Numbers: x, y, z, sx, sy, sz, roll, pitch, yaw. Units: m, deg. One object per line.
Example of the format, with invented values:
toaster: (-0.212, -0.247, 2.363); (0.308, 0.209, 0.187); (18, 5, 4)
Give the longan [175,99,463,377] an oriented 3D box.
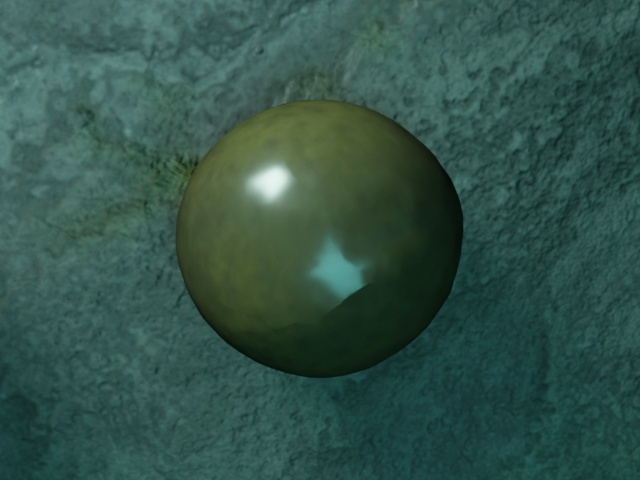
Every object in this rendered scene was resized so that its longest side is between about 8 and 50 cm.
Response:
longan: (0.000, 0.000, 1.110); (0.258, 0.258, 0.258); (-6, 112, -14)
